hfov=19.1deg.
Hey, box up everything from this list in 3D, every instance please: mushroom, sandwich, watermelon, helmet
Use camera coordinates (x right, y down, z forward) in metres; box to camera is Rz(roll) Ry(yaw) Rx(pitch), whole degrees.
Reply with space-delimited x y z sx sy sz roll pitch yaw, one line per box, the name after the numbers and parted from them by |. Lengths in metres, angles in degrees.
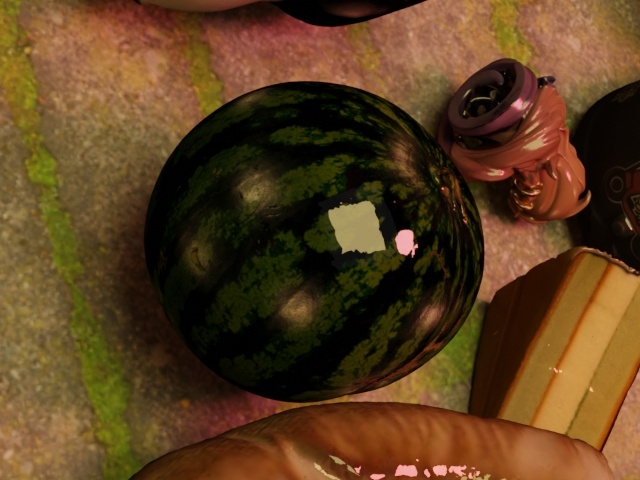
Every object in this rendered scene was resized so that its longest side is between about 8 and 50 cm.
0.034 0.238 1.459 0.313 0.224 0.397 46 49 7 | mushroom
0.211 0.122 1.616 0.117 0.144 0.187 19 65 -22 | sandwich
-0.004 0.003 1.459 0.269 0.269 0.269 10 70 -28 | watermelon
0.372 -0.064 1.762 0.279 0.160 0.230 -28 88 -34 | helmet

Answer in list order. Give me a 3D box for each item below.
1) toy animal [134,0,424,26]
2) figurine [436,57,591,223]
-0.036 -0.287 1.531 0.310 0.251 0.251 -13 82 -37 | toy animal
0.180 -0.077 1.679 0.126 0.114 0.157 -45 101 -18 | figurine
